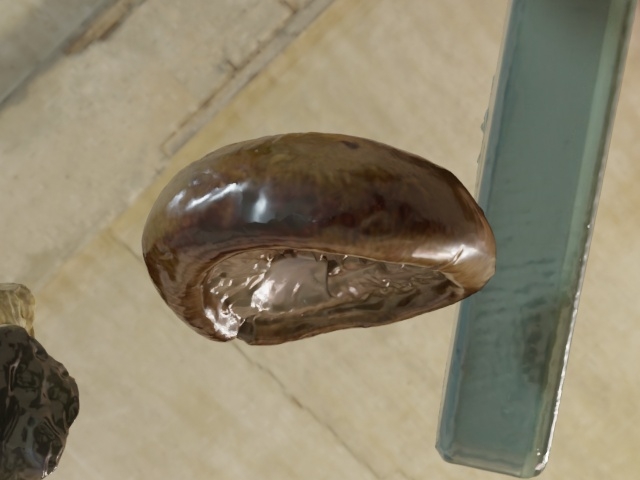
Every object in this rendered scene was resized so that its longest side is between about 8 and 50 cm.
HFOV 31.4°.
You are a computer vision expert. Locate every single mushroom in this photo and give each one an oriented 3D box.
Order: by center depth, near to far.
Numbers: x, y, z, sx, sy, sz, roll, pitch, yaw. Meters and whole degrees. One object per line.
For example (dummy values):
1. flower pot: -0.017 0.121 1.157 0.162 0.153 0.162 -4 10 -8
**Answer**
1. mushroom: 0.000 0.000 0.379 0.123 0.123 0.052 37 -133 -62

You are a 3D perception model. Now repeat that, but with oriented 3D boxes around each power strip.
1. power strip: 0.108 -0.035 0.576 0.059 0.265 0.193 8 -158 6

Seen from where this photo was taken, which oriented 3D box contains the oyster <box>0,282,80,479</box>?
1. oyster: -0.209 0.122 0.551 0.166 0.110 0.341 38 -139 -2
